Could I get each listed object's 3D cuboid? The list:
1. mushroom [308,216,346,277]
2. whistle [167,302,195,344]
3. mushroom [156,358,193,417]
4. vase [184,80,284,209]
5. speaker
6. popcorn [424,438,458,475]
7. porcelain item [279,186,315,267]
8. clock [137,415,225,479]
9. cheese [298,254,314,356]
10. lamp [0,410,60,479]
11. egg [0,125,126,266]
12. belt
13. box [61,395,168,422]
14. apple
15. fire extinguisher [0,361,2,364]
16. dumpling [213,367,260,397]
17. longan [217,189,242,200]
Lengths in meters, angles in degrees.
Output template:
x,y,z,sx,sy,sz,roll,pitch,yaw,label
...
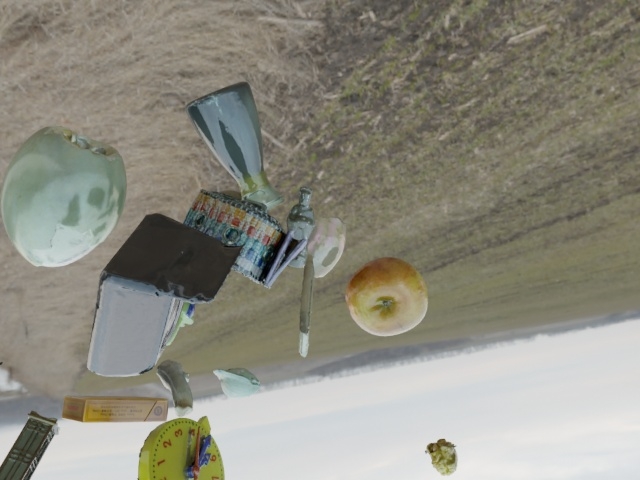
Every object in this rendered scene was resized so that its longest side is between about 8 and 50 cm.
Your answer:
x,y,z,sx,sy,sz,roll,pitch,yaw,label
0.012,0.016,2.099,0.162,0.173,0.236,-31,134,23,mushroom
-0.367,0.171,1.557,0.105,0.228,0.085,-19,134,33,whistle
-0.491,0.493,2.033,0.099,0.096,0.278,30,-175,-36,mushroom
-0.207,-0.226,1.529,0.173,0.321,0.173,-19,-165,5,vase
-0.295,0.124,1.100,0.184,0.180,0.388,28,136,-3,speaker
0.290,0.488,1.365,0.084,0.084,0.084,-10,167,-2,popcorn
-0.054,-0.037,1.590,0.081,0.216,0.069,17,-164,6,porcelain item
-0.334,0.590,1.520,0.071,0.277,0.293,-25,175,25,clock
-0.038,0.171,1.682,0.034,0.085,0.400,-2,-152,4,cheese
-0.837,0.640,1.637,0.090,0.325,0.089,19,139,-3,lamp
-0.626,-0.096,1.458,0.278,0.336,0.278,20,-173,-3,egg
-0.182,-0.020,1.313,0.206,0.161,0.295,33,172,-31,belt
-0.645,0.531,1.886,0.274,0.076,0.174,14,164,-41,box
0.227,0.195,2.045,0.285,0.286,0.233,-14,-175,16,apple
-1.068,0.385,1.751,0.106,0.075,0.252,-21,162,25,fire extinguisher
-0.319,0.514,2.225,0.104,0.149,0.216,-35,-170,-38,dumpling
-0.308,-0.056,1.905,0.220,0.197,0.196,-32,168,-4,longan
